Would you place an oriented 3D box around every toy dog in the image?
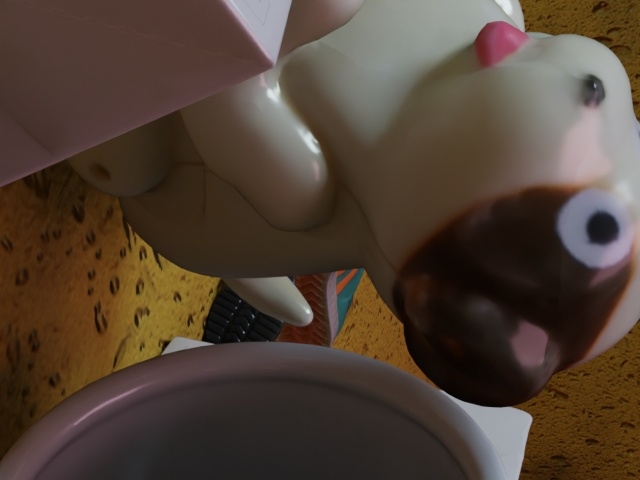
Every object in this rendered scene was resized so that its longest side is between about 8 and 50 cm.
[{"bbox_3d":[0.022,-0.055,0.759,0.285,0.408,0.395,-27,130,-42],"label":"toy dog"}]

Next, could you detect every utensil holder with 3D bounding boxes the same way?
[{"bbox_3d":[-0.040,0.318,0.816,0.327,0.328,0.385,-56,149,-54],"label":"utensil holder"}]

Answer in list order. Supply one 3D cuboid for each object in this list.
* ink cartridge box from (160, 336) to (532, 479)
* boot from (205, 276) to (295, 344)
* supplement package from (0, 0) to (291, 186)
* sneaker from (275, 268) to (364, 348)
[{"bbox_3d":[-0.005,0.215,1.058,0.207,0.354,0.119,-57,154,-57],"label":"ink cartridge box"},{"bbox_3d":[-0.081,0.122,1.287,0.197,0.077,0.137,-62,166,-9],"label":"boot"},{"bbox_3d":[-0.113,-0.196,0.529,0.177,0.175,0.292,49,35,-34],"label":"supplement package"},{"bbox_3d":[0.000,0.000,1.415,0.121,0.108,0.302,-61,165,-49],"label":"sneaker"}]
